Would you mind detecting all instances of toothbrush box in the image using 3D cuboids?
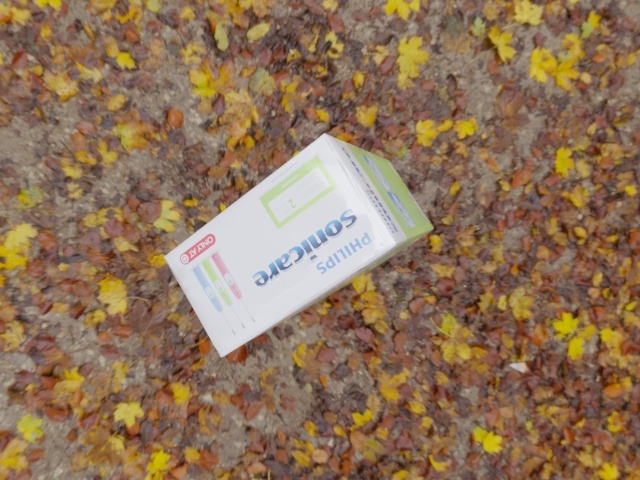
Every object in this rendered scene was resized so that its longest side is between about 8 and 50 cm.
[{"bbox_3d":[0.000,0.000,0.569,0.206,0.283,0.122,-34,84,19],"label":"toothbrush box"}]
